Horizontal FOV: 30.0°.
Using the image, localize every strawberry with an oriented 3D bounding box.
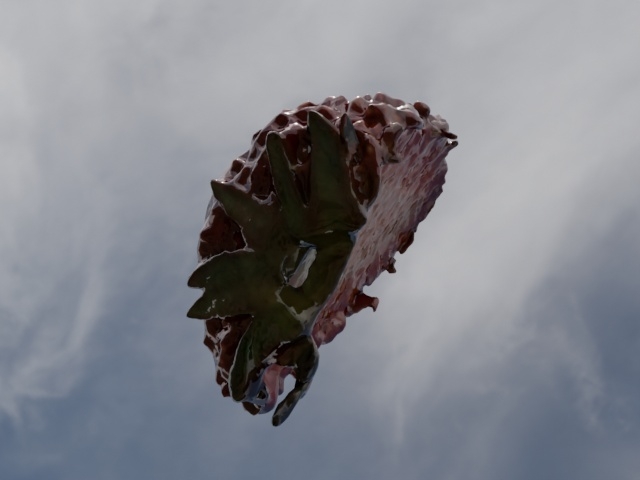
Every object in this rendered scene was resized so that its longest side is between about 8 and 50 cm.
[{"bbox_3d":[-0.005,-0.002,0.596,0.087,0.208,0.167,26,-83,10],"label":"strawberry"}]
